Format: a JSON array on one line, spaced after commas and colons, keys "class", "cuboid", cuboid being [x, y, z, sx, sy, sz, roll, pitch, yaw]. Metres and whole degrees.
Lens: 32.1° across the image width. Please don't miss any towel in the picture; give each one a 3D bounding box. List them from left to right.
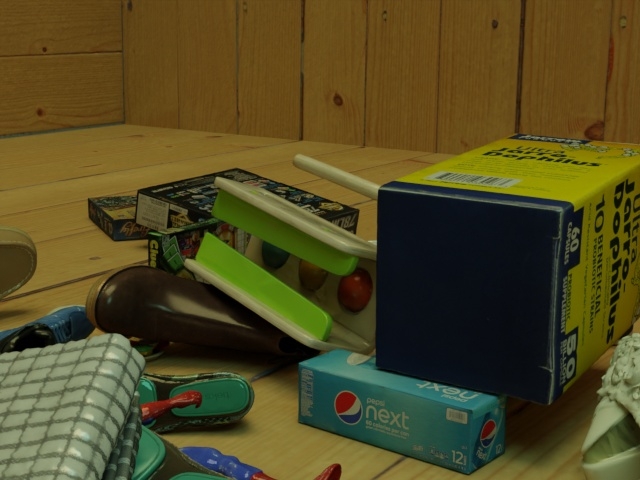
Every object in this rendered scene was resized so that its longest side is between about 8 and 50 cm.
[{"class": "towel", "cuboid": [-0.254, 0.179, 0.718, 0.284, 0.121, 0.235, -11, 27, 7]}]

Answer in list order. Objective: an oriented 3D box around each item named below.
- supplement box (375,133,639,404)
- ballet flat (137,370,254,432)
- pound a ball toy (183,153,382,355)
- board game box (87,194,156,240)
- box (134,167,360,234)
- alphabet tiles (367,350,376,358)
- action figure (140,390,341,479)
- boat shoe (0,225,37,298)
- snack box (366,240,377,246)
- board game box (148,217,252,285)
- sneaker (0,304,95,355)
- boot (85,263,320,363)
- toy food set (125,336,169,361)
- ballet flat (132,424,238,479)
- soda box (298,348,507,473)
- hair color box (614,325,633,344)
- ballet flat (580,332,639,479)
[{"class": "supplement box", "cuboid": [0.227, 0.011, 1.194, 0.195, 0.194, 0.356, 9, 18, 30]}, {"class": "ballet flat", "cuboid": [-0.162, 0.168, 1.142, 0.188, 0.070, 0.070, 2, 12, -3]}, {"class": "pound a ball toy", "cuboid": [0.000, 0.000, 1.320, 0.136, 0.208, 0.319, 15, 8, -43]}, {"class": "board game box", "cuboid": [-0.347, -0.048, 2.156, 0.165, 0.042, 0.243, -4, 13, -22]}, {"class": "box", "cuboid": [-0.129, -0.046, 1.999, 0.293, 0.073, 0.295, 21, 22, 29]}, {"class": "alphabet tiles", "cuboid": [0.164, 0.113, 1.351, 0.278, 0.021, 0.284, -20, 19, -19]}, {"class": "action figure", "cuboid": [-0.102, 0.188, 0.956, 0.280, 0.091, 0.139, 7, 20, 22]}, {"class": "boat shoe", "cuboid": [-0.506, 0.072, 1.432, 0.341, 0.121, 0.110, -22, 28, -38]}, {"class": "snack box", "cuboid": [0.113, 0.044, 1.557, 0.322, 0.060, 0.187, -1, -12, -9]}, {"class": "board game box", "cuboid": [-0.146, 0.035, 1.558, 0.030, 0.136, 0.260, 13, 17, 32]}, {"class": "sneaker", "cuboid": [-0.323, 0.118, 1.330, 0.152, 0.058, 0.085, -14, 13, -37]}, {"class": "boot", "cuboid": [-0.132, 0.091, 1.331, 0.207, 0.090, 0.248, 12, 1, 32]}, {"class": "toy food set", "cuboid": [-0.230, 0.131, 1.372, 0.083, 0.020, 0.083, 4, 12, 12]}, {"class": "ballet flat", "cuboid": [-0.118, 0.210, 0.807, 0.316, 0.106, 0.107, 15, 35, 42]}, {"class": "soda box", "cuboid": [0.078, 0.167, 1.117, 0.210, 0.067, 0.071, 11, 16, 37]}, {"class": "hair color box", "cuboid": [0.335, 0.100, 1.437, 0.141, 0.072, 0.043, -5, 14, -20]}, {"class": "ballet flat", "cuboid": [0.287, 0.186, 0.919, 0.147, 0.147, 0.409, 1, 11, -2]}]
